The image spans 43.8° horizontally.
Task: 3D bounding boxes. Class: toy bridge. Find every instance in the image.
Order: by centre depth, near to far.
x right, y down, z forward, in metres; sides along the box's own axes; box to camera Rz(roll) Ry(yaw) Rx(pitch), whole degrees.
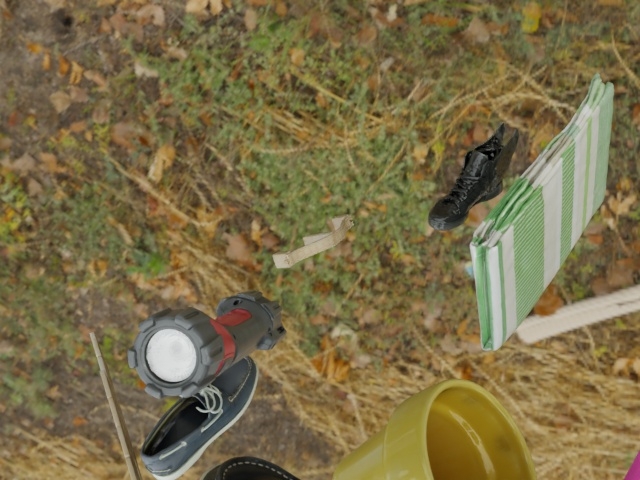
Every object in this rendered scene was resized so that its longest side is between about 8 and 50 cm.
[{"bbox_3d":[0.000,0.000,1.322,0.063,0.188,0.026,-7,108,40],"label":"toy bridge"}]

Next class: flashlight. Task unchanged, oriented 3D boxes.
[{"bbox_3d":[-0.134,0.116,1.012,0.103,0.304,0.103,-8,93,12],"label":"flashlight"}]

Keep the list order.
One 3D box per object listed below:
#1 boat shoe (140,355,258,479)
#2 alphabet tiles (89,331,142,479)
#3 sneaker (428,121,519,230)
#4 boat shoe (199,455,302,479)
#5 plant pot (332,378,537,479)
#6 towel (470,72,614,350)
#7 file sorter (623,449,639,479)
[{"bbox_3d":[-0.200,0.278,1.320,0.095,0.254,0.079,29,151,33],"label":"boat shoe"},{"bbox_3d":[-0.263,0.246,1.052,0.009,0.237,0.198,-18,150,-15],"label":"alphabet tiles"},{"bbox_3d":[0.211,-0.089,1.105,0.051,0.170,0.089,33,144,38],"label":"sneaker"},{"bbox_3d":[0.023,0.323,0.806,0.187,0.156,0.500,3,-170,-32],"label":"boat shoe"},{"bbox_3d":[0.151,0.361,1.179,0.254,0.254,0.239,42,130,-18],"label":"plant pot"},{"bbox_3d":[0.295,-0.030,1.044,0.038,0.325,0.248,24,150,31],"label":"towel"},{"bbox_3d":[0.434,0.359,0.889,0.182,0.290,0.202,17,144,41],"label":"file sorter"}]
